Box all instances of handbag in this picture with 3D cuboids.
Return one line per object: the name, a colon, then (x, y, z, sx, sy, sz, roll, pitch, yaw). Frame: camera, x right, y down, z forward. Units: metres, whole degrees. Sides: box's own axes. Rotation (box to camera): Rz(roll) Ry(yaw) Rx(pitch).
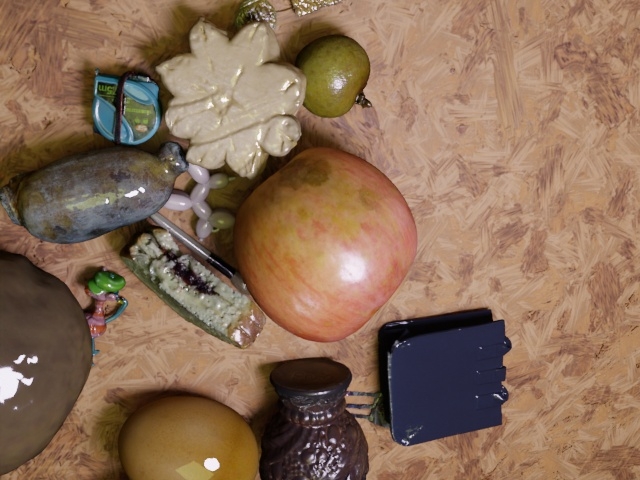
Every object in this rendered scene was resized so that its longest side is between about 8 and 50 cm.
handbag: (0.312, 0.337, 1.534, 0.329, 0.122, 0.303, -8, 108, -10)

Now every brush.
brush: (-0.254, 0.024, 1.334, 0.299, 0.039, 0.042, 42, 95, -20)

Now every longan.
longan: (-0.642, 0.238, 1.129, 0.404, 0.404, 0.436, 36, 97, -23)
longan: (0.030, -0.314, 1.192, 0.176, 0.145, 0.154, 30, 139, -7)

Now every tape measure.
tape measure: (-0.366, -0.250, 1.169, 0.125, 0.081, 0.146, 7, 110, -12)

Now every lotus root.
lotus root: (-0.415, -0.090, 1.171, 0.350, 0.175, 0.175, -16, 114, -7)

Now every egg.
egg: (-0.296, 0.479, 1.388, 0.322, 0.250, 0.250, 27, 104, -14)

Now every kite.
kite: (0.146, 0.434, 1.597, 0.245, 0.015, 0.141, 10, 107, -17)

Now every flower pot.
flower pot: (-0.020, 0.434, 1.438, 0.267, 0.266, 0.267, -5, 101, -11)

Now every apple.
apple: (0.000, 0.000, 1.209, 0.364, 0.364, 0.363, -4, 112, -11)

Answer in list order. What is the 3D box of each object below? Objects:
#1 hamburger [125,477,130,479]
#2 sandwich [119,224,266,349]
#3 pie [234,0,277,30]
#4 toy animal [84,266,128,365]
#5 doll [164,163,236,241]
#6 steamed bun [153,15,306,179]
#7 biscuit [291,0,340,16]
hamburger: (-0.384, 0.688, 1.437, 0.302, 0.302, 0.170, 27, 96, -21)
sandwich: (-0.262, 0.089, 1.223, 0.099, 0.288, 0.254, -46, 120, -21)
pie: (-0.125, -0.427, 1.183, 0.084, 0.020, 0.084, -4, 112, -11)
toy animal: (-0.470, 0.163, 1.314, 0.103, 0.100, 0.208, 12, 101, -40)
doll: (-0.243, -0.081, 1.277, 0.160, 0.059, 0.161, 30, 102, -20)
steamed bun: (-0.161, -0.276, 1.162, 0.295, 0.137, 0.292, 19, 106, 3)
biscuit: (0.042, -0.532, 1.175, 0.237, 0.026, 0.131, -22, 116, -4)
